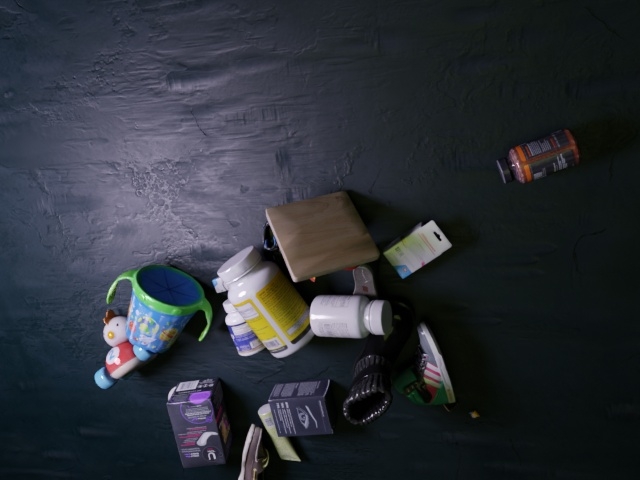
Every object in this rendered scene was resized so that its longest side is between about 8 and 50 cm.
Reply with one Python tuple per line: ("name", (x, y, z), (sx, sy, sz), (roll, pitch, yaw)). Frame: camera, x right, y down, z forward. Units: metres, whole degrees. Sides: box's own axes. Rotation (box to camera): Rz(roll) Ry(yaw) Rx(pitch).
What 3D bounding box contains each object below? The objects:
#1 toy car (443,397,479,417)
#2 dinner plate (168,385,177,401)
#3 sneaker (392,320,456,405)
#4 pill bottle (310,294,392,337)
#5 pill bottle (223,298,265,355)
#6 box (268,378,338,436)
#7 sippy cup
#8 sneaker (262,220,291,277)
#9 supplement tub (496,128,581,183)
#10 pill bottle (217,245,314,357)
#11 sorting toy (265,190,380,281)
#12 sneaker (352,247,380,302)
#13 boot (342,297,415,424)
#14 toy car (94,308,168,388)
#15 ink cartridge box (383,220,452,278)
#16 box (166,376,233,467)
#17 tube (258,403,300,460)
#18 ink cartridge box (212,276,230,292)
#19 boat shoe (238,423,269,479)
("toy car", (0.458, 0.565, 1.672), (0.122, 0.060, 0.040), (37, 143, 6))
("dinner plate", (-0.512, 0.613, 1.910), (0.141, 0.017, 0.141), (4, 109, 12))
("sneaker", (0.311, 0.409, 1.622), (0.178, 0.124, 0.296), (-18, 104, 7))
("pill bottle", (0.095, 0.232, 1.545), (0.229, 0.131, 0.131), (-3, 107, 27))
("pill bottle", (-0.255, 0.280, 1.699), (0.112, 0.112, 0.187), (-16, 103, 16))
("box", (-0.057, 0.581, 1.755), (0.207, 0.108, 0.153), (-8, 106, 14))
("sippy cup", (-0.533, 0.236, 1.678), (0.305, 0.240, 0.224), (37, 113, 24))
("sneaker", (-0.134, 0.034, 1.591), (0.079, 0.121, 0.217), (-14, 104, 17))
("supplement tub", (0.586, -0.221, 1.369), (0.197, 0.106, 0.106), (-19, 102, 17))
("pill bottle", (-0.168, 0.189, 1.596), (0.187, 0.188, 0.334), (-30, 105, 19))
("sorting toy", (0.000, 0.000, 1.469), (0.257, 0.255, 0.089), (-14, 145, -17))
("sneaker", (0.156, 0.116, 1.585), (0.083, 0.118, 0.222), (13, 139, 16))
("boot", (0.187, 0.372, 1.556), (0.131, 0.260, 0.348), (22, 111, 4))
("toy car", (-0.701, 0.351, 1.780), (0.219, 0.210, 0.238), (-37, 84, 9))
("ink cartridge box", (0.293, 0.019, 1.529), (0.181, 0.061, 0.104), (-36, 98, 20))
("box", (-0.429, 0.656, 1.828), (0.165, 0.143, 0.271), (-7, 105, 4))
("tube", (-0.154, 0.708, 1.846), (0.062, 0.070, 0.240), (-26, 105, -12))
("ink cartridge box", (-0.318, 0.142, 1.713), (0.083, 0.028, 0.048), (-17, 103, 16))
("boat shoe", (-0.239, 0.813, 1.866), (0.096, 0.117, 0.325), (13, 113, 3))
